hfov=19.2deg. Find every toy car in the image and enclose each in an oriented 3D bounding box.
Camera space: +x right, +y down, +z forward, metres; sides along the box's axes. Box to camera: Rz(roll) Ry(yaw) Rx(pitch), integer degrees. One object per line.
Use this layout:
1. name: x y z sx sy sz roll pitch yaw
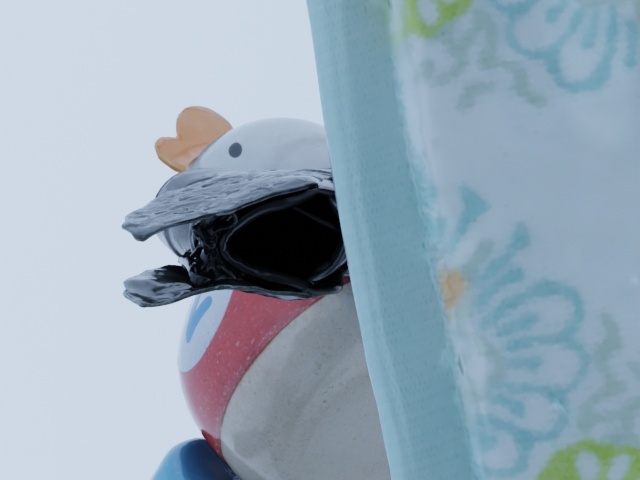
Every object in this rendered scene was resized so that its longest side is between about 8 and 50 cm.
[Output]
1. toy car: -0.018 0.010 0.949 0.210 0.238 0.219 2 126 -49

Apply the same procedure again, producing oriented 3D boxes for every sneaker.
1. sneaker: 0.000 -0.003 0.722 0.170 0.089 0.051 -2 101 -20

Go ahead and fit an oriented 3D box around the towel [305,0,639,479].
1. towel: 0.160 -0.058 0.584 0.090 0.320 0.374 -20 100 -77
